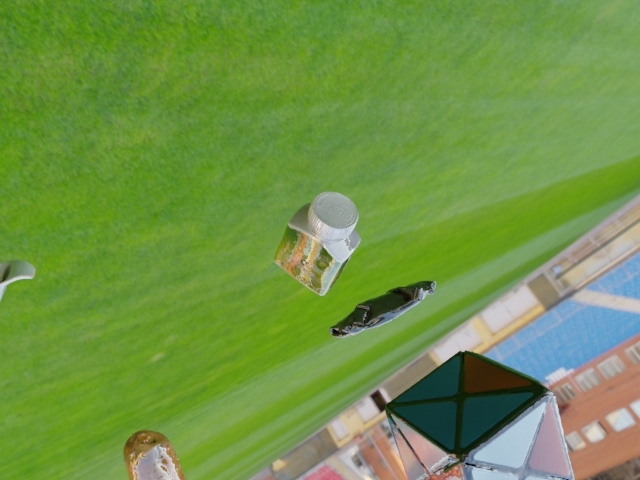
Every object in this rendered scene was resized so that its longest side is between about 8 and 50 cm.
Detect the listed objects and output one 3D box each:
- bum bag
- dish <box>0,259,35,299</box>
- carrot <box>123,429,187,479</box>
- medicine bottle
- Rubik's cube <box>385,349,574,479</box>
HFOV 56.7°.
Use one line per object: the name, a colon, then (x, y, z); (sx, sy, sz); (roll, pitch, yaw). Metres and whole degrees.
bum bag: (0.171, 0.181, 1.628); (0.326, 0.080, 0.142); (-28, 180, 2)
dish: (-0.648, 0.106, 1.098); (0.234, 0.064, 0.154); (-19, -160, -16)
carrot: (-0.154, 0.273, 0.604); (0.060, 0.186, 0.060); (-15, -160, 6)
medicine bottle: (0.000, 0.000, 1.121); (0.088, 0.132, 0.188); (-47, 169, -40)
Rubik's cube: (0.313, 0.405, 1.179); (0.248, 0.250, 0.246); (-27, -160, -21)
